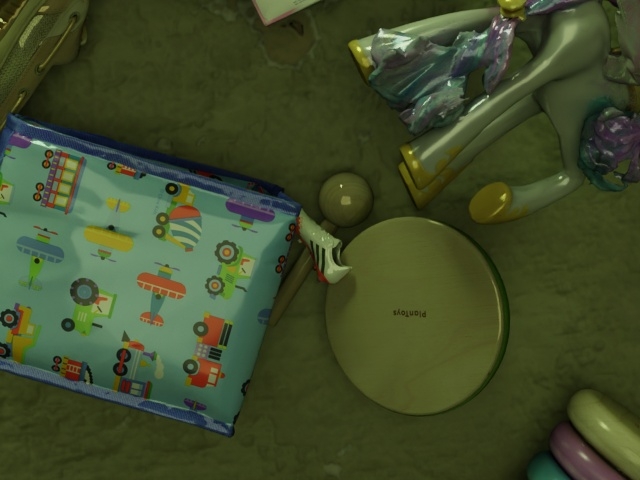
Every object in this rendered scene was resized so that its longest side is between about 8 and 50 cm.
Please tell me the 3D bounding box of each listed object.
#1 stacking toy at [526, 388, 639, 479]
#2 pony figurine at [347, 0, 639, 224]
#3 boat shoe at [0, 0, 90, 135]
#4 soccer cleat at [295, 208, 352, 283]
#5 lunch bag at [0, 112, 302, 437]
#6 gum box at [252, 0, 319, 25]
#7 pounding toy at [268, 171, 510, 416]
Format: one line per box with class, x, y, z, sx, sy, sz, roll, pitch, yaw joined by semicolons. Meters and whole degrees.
stacking toy;0.199;0.305;1.630;0.141;0.141;0.330;37;98;-4
pony figurine;0.219;-0.179;1.504;0.363;0.303;0.351;-26;141;1
boat shoe;-0.267;-0.203;1.584;0.109;0.098;0.302;26;78;39
soccer cleat;0.000;0.000;1.593;0.035;0.029;0.083;-29;83;21
lunch bag;-0.193;0.025;1.565;0.293;0.138;0.221;16;96;-13
gum box;0.021;-0.261;1.571;0.188;0.107;0.062;-25;96;2
pounding toy;0.088;0.054;1.625;0.237;0.110;0.183;32;108;25
